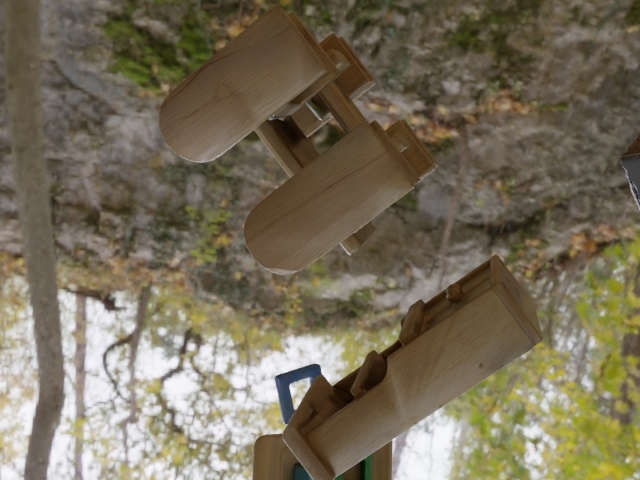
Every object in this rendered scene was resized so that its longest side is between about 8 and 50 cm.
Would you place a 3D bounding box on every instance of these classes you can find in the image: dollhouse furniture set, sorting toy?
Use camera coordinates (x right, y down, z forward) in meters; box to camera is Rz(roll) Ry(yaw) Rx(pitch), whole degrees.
[{"bbox_3d":[0.000,0.000,0.578,0.242,0.161,0.212,53,-167,-1],"label":"dollhouse furniture set"},{"bbox_3d":[0.011,0.324,1.092,0.196,0.347,0.047,5,173,-34],"label":"sorting toy"}]

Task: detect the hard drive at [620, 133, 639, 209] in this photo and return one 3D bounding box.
[{"bbox_3d":[0.449,-0.072,0.940,0.339,0.236,0.064,-42,-161,-34],"label":"hard drive"}]
